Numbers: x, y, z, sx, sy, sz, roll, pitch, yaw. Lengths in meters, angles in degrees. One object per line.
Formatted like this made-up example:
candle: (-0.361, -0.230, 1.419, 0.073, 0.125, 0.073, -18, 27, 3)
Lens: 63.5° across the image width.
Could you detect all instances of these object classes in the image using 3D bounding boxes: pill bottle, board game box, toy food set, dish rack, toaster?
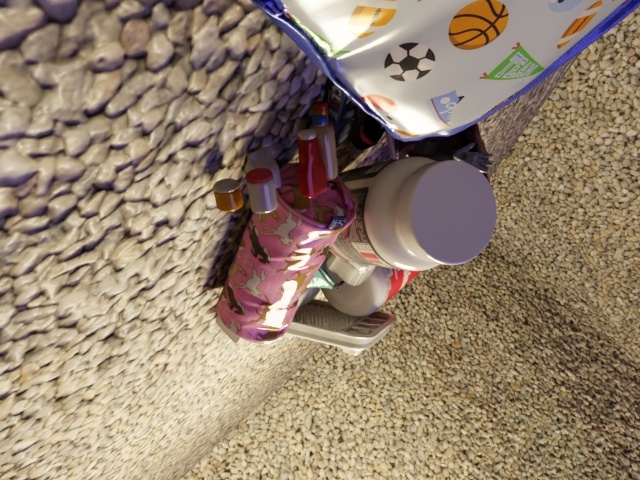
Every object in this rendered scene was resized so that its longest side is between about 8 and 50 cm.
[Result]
pill bottle: (0.192, 0.046, 1.595, 0.407, 0.229, 0.229, -32, 159, -44)
board game box: (0.098, -0.270, 0.907, 0.243, 0.042, 0.165, -39, 163, -26)
toy food set: (-0.052, -0.125, 0.774, 0.232, 0.111, 0.105, -26, 125, -29)
dish rack: (0.032, 0.248, 1.515, 0.285, 0.332, 0.072, -13, 111, -65)
toaster: (0.102, 0.013, 1.301, 0.227, 0.129, 0.146, -50, 173, -20)
pill bottle: (0.147, -0.049, 1.000, 0.210, 0.210, 0.363, -43, -164, -15)

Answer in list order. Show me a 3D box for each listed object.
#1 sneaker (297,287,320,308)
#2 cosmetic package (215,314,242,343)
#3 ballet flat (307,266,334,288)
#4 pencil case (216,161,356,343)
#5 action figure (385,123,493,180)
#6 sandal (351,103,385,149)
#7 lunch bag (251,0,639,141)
sneaker: (-0.109, 0.166, 1.395, 0.258, 0.094, 0.091, -43, 143, -25)
cosmetic package: (-0.131, 0.137, 1.234, 0.231, 0.085, 0.117, -29, 157, -45)
ballet flat: (-0.048, 0.057, 1.182, 0.087, 0.083, 0.247, -38, 141, -3)
pencil case: (-0.075, 0.038, 0.986, 0.160, 0.167, 0.386, -41, 166, -49)
action figure: (0.252, -0.198, 1.226, 0.275, 0.248, 0.370, -10, -173, -5)
sandal: (0.088, -0.199, 0.897, 0.067, 0.040, 0.179, -45, 165, -7)
lunch bag: (0.138, -0.292, 0.461, 0.385, 0.239, 0.328, -43, 149, 15)
